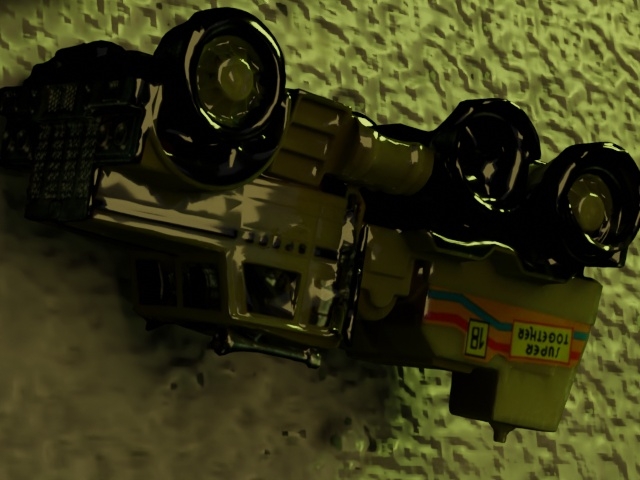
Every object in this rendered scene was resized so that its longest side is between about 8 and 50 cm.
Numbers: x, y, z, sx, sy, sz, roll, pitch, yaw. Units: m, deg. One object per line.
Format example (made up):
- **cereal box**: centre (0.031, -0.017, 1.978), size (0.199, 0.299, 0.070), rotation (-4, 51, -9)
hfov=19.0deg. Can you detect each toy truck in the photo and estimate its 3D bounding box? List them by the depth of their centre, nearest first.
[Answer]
- **toy truck**: centre (-0.001, -0.005, 0.761), size (0.257, 0.127, 0.127), rotation (20, 80, -35)
